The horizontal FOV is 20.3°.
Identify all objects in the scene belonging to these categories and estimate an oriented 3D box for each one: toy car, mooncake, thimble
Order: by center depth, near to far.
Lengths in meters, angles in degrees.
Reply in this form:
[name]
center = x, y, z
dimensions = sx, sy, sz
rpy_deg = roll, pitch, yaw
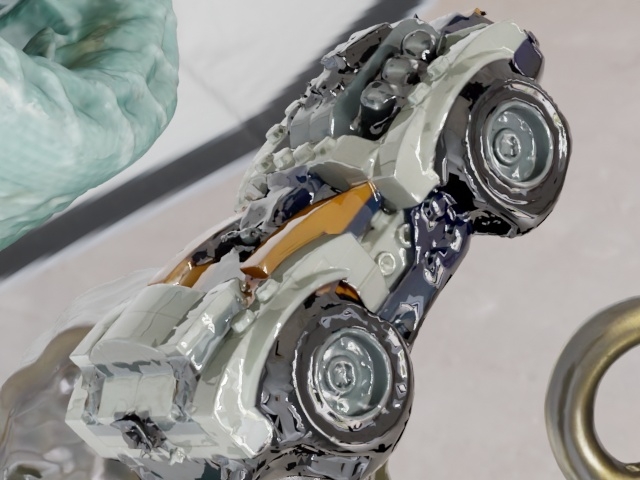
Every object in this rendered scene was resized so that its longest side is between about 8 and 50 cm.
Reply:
[thimble]
center = -0.164, -0.086, 0.689
dimensions = 0.143, 0.198, 0.235
rpy_deg = -34, 14, 21
[toy car]
center = -0.001, -0.002, 0.896
dimensions = 0.193, 0.118, 0.301
rpy_deg = -9, 41, 57
[mooncake]
center = -0.094, 0.170, 1.217
dimensions = 0.290, 0.290, 0.161
rpy_deg = -22, 7, 10

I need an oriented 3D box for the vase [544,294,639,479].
[vase]
center = 0.320, 0.190, 1.442
dimensions = 0.302, 0.329, 0.241
rpy_deg = -42, -4, 9
